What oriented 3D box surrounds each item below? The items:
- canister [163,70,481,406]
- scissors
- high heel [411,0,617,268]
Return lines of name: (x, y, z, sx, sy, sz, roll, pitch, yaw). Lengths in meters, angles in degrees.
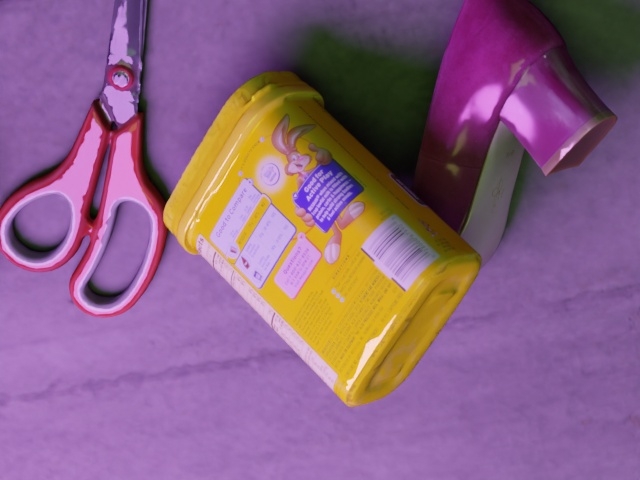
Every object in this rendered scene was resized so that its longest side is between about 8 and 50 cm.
canister: (0.000, 0.000, 1.043, 0.170, 0.073, 0.126, 45, 118, 24)
scissors: (-0.116, -0.084, 1.095, 0.109, 0.021, 0.297, 25, 115, -3)
high heel: (0.066, -0.042, 1.075, 0.117, 0.082, 0.244, 53, 129, 16)
